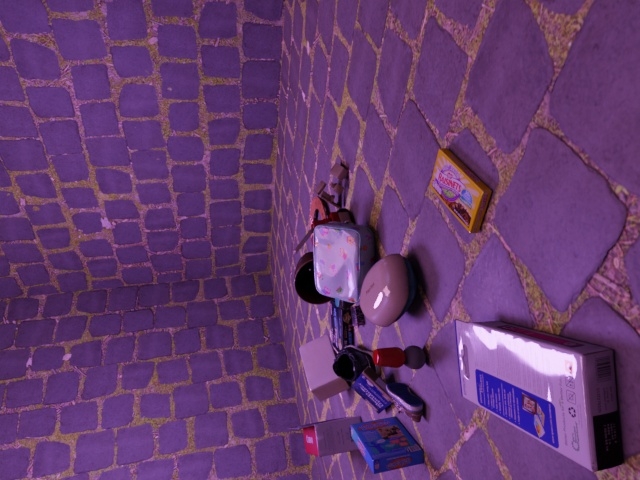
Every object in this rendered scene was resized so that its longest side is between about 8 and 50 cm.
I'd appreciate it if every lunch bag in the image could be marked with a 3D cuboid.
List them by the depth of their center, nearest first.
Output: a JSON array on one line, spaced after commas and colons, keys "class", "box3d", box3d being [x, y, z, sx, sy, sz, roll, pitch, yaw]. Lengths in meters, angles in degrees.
[{"class": "lunch bag", "box3d": [0.077, 0.066, 1.722, 0.224, 0.108, 0.279, 10, 107, 38]}]

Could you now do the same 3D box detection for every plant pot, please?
[{"class": "plant pot", "box3d": [-0.026, 0.138, 2.178, 0.230, 0.215, 0.215, -117, 26, -68]}]

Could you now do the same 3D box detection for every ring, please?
[{"class": "ring", "box3d": [0.001, -0.046, 2.354, 0.336, 0.032, 0.337, 174, 90, -76]}]

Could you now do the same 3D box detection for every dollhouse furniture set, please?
[{"class": "dollhouse furniture set", "box3d": [0.080, -0.214, 1.980, 0.151, 0.123, 0.144, -56, 23, 8]}]

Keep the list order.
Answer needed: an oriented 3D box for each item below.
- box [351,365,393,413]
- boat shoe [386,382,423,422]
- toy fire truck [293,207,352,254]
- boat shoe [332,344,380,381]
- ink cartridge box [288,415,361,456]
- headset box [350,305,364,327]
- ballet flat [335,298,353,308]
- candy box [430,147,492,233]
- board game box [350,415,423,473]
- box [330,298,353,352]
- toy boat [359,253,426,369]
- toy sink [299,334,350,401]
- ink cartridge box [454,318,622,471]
[{"class": "box", "box3d": [0.179, 0.523, 1.677, 0.136, 0.036, 0.225, 41, 152, 15]}, {"class": "boat shoe", "box3d": [0.247, 0.487, 1.463, 0.183, 0.066, 0.066, -155, 59, -74]}, {"class": "toy fire truck", "box3d": [0.000, 0.000, 1.918, 0.217, 0.246, 0.159, 104, 157, -53]}, {"class": "boat shoe", "box3d": [0.105, 0.479, 1.863, 0.340, 0.113, 0.127, 167, 94, -68]}, {"class": "ink cartridge box", "box3d": [0.017, 0.850, 2.104, 0.309, 0.271, 0.130, 117, 145, -66]}, {"class": "headset box", "box3d": [0.144, 0.297, 1.888, 0.062, 0.032, 0.083, 140, 125, -73]}, {"class": "ballet flat", "box3d": [0.102, 0.122, 1.862, 0.095, 0.096, 0.281, -133, 39, -69]}, {"class": "candy box", "box3d": [0.307, -0.116, 1.087, 0.206, 0.027, 0.105, -113, 26, -52]}, {"class": "board game box", "box3d": [0.201, 0.628, 1.508, 0.210, 0.160, 0.047, -148, 54, -74]}, {"class": "box", "box3d": [0.092, 0.373, 2.088, 0.175, 0.051, 0.220, -146, 52, -72]}, {"class": "toy boat", "box3d": [0.213, 0.211, 1.400, 0.267, 0.148, 0.318, 122, 149, -60]}, {"class": "toy sink", "box3d": [0.017, 0.572, 2.186, 0.131, 0.152, 0.234, 61, -175, -44]}, {"class": "ink cartridge box", "box3d": [0.369, 0.251, 0.889, 0.371, 0.069, 0.176, 177, 87, -74]}]
